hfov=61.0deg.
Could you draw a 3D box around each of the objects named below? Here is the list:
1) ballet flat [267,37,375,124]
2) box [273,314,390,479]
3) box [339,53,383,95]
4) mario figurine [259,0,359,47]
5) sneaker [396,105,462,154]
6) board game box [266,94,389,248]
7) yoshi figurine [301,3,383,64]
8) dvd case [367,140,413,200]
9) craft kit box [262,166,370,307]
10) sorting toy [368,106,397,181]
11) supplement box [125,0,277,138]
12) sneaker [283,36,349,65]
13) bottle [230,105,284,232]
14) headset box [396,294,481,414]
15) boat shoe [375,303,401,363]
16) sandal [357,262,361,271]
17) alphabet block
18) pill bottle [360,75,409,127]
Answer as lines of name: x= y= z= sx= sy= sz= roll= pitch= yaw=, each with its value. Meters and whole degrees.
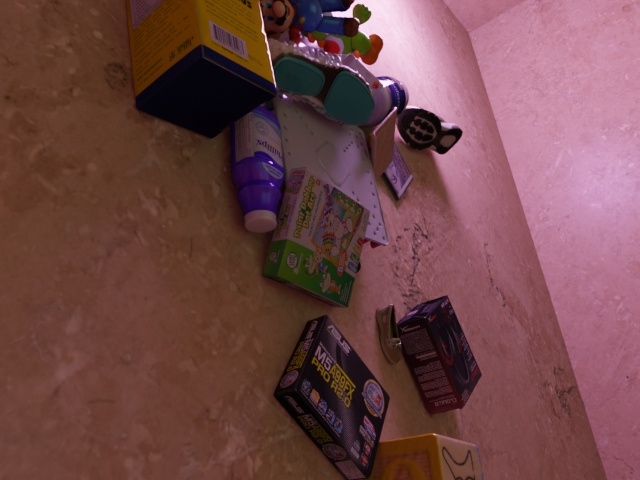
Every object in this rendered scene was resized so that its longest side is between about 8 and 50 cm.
ballet flat: x=-0.013 y=-0.416 z=1.392 sx=0.409 sy=0.147 sz=0.147 roll=13 pitch=60 yaw=-50
box: x=0.035 y=0.327 z=1.139 sx=0.270 sy=0.060 sz=0.216 roll=55 pitch=34 yaw=-18
box: x=0.073 y=-0.420 z=1.564 sx=0.145 sy=0.186 sz=0.038 roll=28 pitch=22 yaw=-45
mario figurine: x=-0.051 y=-0.586 z=1.403 sx=0.320 sy=0.170 sz=0.198 roll=-12 pitch=63 yaw=-18
sneaker: x=0.391 y=-0.455 z=2.146 sx=0.410 sy=0.158 sz=0.182 roll=9 pitch=32 yaw=-52
board game box: x=0.017 y=-0.193 z=1.431 sx=0.390 sy=0.050 sz=0.390 roll=19 pitch=53 yaw=-47
yoshi figurine: x=0.043 y=-0.701 z=1.712 sx=0.362 sy=0.203 sz=0.203 roll=14 pitch=43 yaw=-49
dvd case: x=0.240 y=-0.264 z=1.838 sx=0.221 sy=0.018 sz=0.164 roll=60 pitch=38 yaw=-18
craft kit box: x=0.000 y=0.000 z=1.226 sx=0.246 sy=0.061 sz=0.250 roll=27 pitch=70 yaw=-42
sorting toy: x=0.186 y=-0.287 z=1.677 sx=0.208 sy=0.038 sz=0.193 roll=-56 pitch=155 yaw=-44
supplement box: x=-0.244 y=-0.423 z=1.083 sx=0.195 sy=0.194 sz=0.356 roll=13 pitch=59 yaw=-52
sneaker: x=0.020 y=-0.512 z=1.572 sx=0.305 sy=0.152 sz=0.114 roll=21 pitch=54 yaw=-46
bottle: x=-0.135 y=-0.155 z=1.168 sx=0.118 sy=0.092 sz=0.283 roll=27 pitch=49 yaw=-47
headset box: x=0.342 y=0.331 z=1.541 sx=0.218 sy=0.110 sz=0.293 roll=-21 pitch=87 yaw=-59
boat shoe: x=0.187 y=0.246 z=1.427 sx=0.056 sy=0.048 sz=0.153 roll=18 pitch=55 yaw=-50
sandal: x=0.052 y=0.029 z=1.373 sx=0.179 sy=0.040 sz=0.067 roll=40 pitch=39 yaw=-36
alphabet block: x=0.226 y=0.532 z=1.164 sx=0.197 sy=0.193 sz=0.192 roll=31 pitch=45 yaw=-43
pill bottle: x=0.196 y=-0.465 z=1.801 sx=0.153 sy=0.153 sz=0.265 roll=63 pitch=32 yaw=-5
